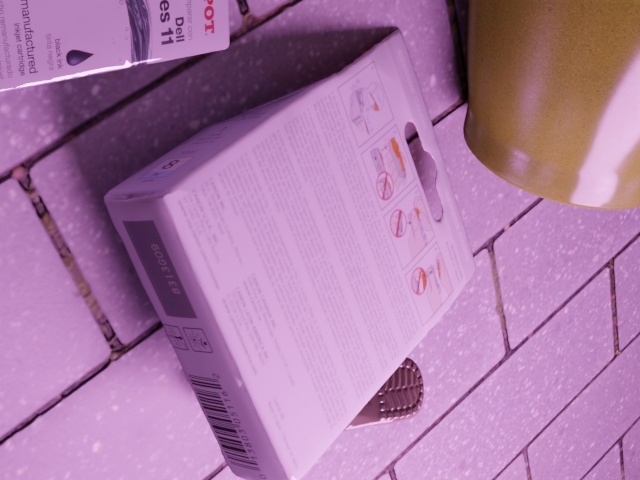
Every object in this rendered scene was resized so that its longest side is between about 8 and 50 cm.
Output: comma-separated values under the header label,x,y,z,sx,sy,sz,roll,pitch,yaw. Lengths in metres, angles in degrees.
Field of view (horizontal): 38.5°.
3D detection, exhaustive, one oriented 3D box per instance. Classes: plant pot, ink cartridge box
label,x,y,z,sx,sy,sz,roll,pitch,yaw
plant pot,0.301,-0.236,0.948,0.366,0.366,0.353,-18,134,-36
ink cartridge box,0.000,0.000,0.918,0.385,0.091,0.308,-42,120,-42
ink cartridge box,-0.174,-0.206,0.675,0.208,0.087,0.153,-21,124,-35

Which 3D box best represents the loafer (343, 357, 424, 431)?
label,x,y,z,sx,sy,sz,roll,pitch,yaw
loafer,-0.012,0.175,1.015,0.268,0.092,0.102,6,73,-30
